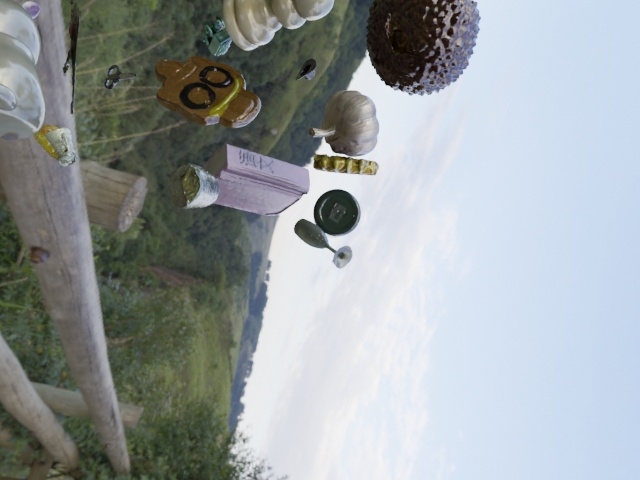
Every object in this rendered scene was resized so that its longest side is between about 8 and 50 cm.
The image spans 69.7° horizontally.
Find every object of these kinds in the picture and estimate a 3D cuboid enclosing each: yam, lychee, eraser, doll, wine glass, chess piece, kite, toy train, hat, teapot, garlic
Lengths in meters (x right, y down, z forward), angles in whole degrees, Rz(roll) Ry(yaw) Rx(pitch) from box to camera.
[{"bbox_3d":[-0.299,-0.124,1.068,0.259,0.106,0.106,-137,-119,-86],"label":"yam"},{"bbox_3d":[0.234,-0.464,1.022,0.267,0.268,0.267,-166,-90,-82],"label":"lychee"},{"bbox_3d":[-0.257,-0.215,1.741,0.272,0.359,0.122,-32,-124,43],"label":"eraser"},{"bbox_3d":[-0.759,-0.400,1.061,0.226,0.215,0.370,-41,-121,40],"label":"doll"},{"bbox_3d":[0.000,0.000,1.185,0.198,0.066,0.066,37,-63,46],"label":"wine glass"},{"bbox_3d":[-0.107,-0.644,1.259,0.167,0.300,0.167,15,72,-59],"label":"chess piece"},{"bbox_3d":[-0.424,-0.319,0.778,0.250,0.012,0.229,-5,-95,57],"label":"kite"},{"bbox_3d":[-0.354,-0.694,1.575,0.070,0.099,0.172,-39,-164,-14],"label":"toy train"},{"bbox_3d":[-0.057,-0.745,2.041,0.121,0.050,0.121,-27,-137,29],"label":"hat"},{"bbox_3d":[-0.626,-0.228,1.120,0.067,0.057,0.083,-19,-88,48],"label":"teapot"},{"bbox_3d":[0.059,-0.343,1.416,0.218,0.212,0.218,40,-35,37],"label":"garlic"}]

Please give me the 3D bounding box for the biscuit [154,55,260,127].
[{"bbox_3d":[-0.289,-0.386,1.160,0.208,0.290,0.041,-62,178,-32],"label":"biscuit"}]

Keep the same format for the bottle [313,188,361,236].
[{"bbox_3d":[0.045,-0.073,1.513,0.336,0.144,0.144,118,-15,-86],"label":"bottle"}]

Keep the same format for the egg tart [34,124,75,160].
[{"bbox_3d":[-0.977,-0.365,1.701,0.074,0.191,0.191,-53,178,-25],"label":"egg tart"}]

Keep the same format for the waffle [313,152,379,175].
[{"bbox_3d":[0.089,-0.253,1.544,0.229,0.219,0.057,-64,161,-82],"label":"waffle"}]

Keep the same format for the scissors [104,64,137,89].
[{"bbox_3d":[-0.830,-0.682,1.911,0.300,0.022,0.109,18,-89,44],"label":"scissors"}]
